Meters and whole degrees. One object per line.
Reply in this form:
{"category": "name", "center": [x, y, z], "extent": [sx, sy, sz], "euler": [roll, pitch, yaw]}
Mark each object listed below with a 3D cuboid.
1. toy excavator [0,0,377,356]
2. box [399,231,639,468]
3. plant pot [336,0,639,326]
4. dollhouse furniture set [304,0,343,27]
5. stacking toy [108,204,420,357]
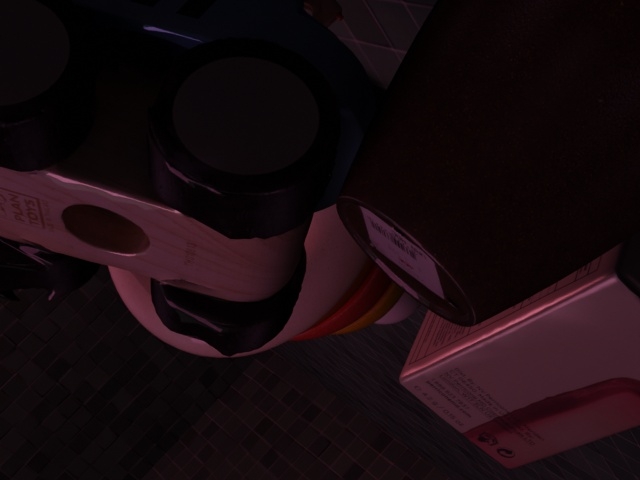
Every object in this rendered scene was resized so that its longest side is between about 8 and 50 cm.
{"category": "toy excavator", "center": [-0.153, -0.194, 0.745], "extent": [0.433, 0.445, 0.222], "euler": [16, 149, 2]}
{"category": "box", "center": [0.192, 0.054, 0.777], "extent": [0.127, 0.148, 0.232], "euler": [40, 141, -12]}
{"category": "plant pot", "center": [0.124, -0.068, 0.621], "extent": [0.215, 0.230, 0.215], "euler": [42, 168, 11]}
{"category": "dollhouse furniture set", "center": [-0.090, -0.213, 0.888], "extent": [0.129, 0.184, 0.129], "euler": [50, 171, 17]}
{"category": "stacking toy", "center": [0.000, 0.000, 1.289], "extent": [0.351, 0.350, 0.480], "euler": [36, -176, 31]}
